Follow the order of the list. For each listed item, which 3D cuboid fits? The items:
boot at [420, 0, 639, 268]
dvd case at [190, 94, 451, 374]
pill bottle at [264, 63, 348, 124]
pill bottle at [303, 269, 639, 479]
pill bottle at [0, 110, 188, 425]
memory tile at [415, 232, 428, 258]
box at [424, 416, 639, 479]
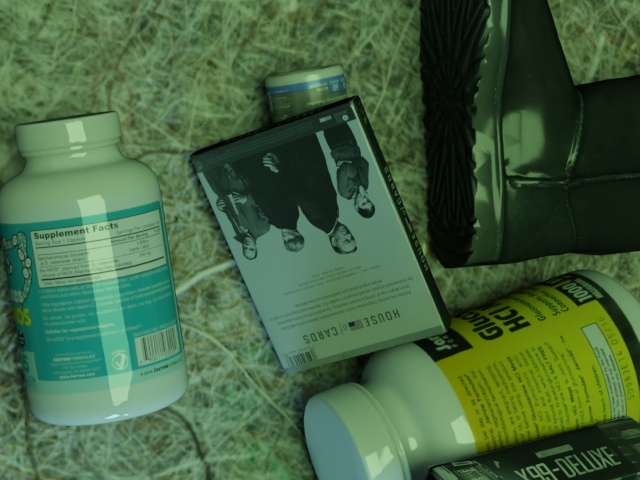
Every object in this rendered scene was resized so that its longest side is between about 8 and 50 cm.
[{"bbox_3d":[0.332,-0.160,1.538,0.445,0.146,0.367,-5,106,-20],"label":"boot"},{"bbox_3d":[0.000,0.000,1.402,0.238,0.179,0.029,67,25,-14],"label":"dvd case"},{"bbox_3d":[-0.005,-0.097,1.431,0.078,0.078,0.137,-14,100,-23],"label":"pill bottle"},{"bbox_3d":[0.162,0.163,1.465,0.334,0.188,0.188,-19,101,-22],"label":"pill bottle"},{"bbox_3d":[-0.205,0.021,1.312,0.146,0.146,0.264,-11,98,-23],"label":"pill bottle"},{"bbox_3d":[0.035,0.019,1.494,0.148,0.012,0.113,-44,110,-16],"label":"memory tile"},{"bbox_3d":[0.190,0.329,1.420,0.242,0.076,0.307,-10,127,-30],"label":"box"}]
